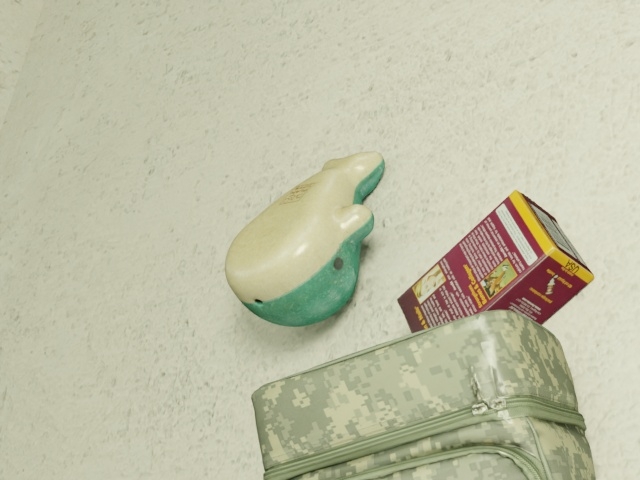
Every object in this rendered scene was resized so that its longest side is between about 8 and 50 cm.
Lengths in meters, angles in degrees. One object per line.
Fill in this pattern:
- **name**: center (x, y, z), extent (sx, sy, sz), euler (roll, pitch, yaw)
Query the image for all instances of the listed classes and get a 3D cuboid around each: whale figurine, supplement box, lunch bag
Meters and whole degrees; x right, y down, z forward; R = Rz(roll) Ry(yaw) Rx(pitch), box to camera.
- **whale figurine**: center (0.000, 0.000, 1.492), extent (0.216, 0.141, 0.272), euler (-11, 33, 45)
- **supplement box**: center (0.186, 0.053, 1.248), extent (0.188, 0.081, 0.104), euler (-44, 39, 19)
- **lunch bag**: center (0.109, 0.230, 1.085), extent (0.305, 0.212, 0.256), euler (-20, 70, 22)
